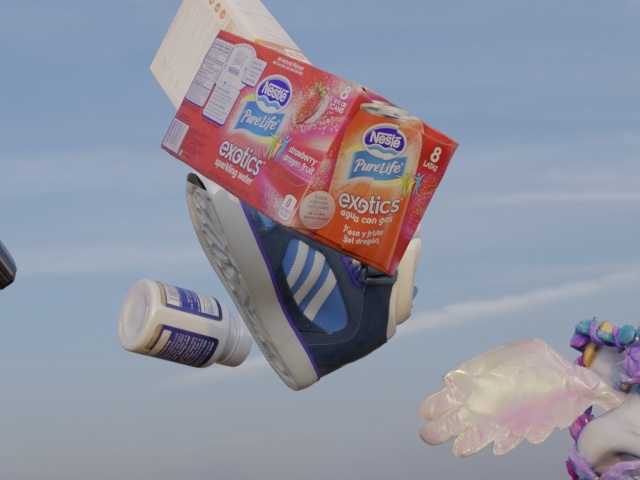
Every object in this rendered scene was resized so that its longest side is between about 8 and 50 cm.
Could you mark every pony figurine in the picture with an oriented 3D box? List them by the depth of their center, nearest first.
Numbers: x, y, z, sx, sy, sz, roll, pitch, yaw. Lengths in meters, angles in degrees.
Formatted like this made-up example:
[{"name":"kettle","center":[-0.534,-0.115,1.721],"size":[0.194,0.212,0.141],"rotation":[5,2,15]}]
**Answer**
[{"name":"pony figurine","center":[0.338,0.230,1.410],"size":[0.351,0.303,0.363],"rotation":[-34,27,-15]}]

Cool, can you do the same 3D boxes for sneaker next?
[{"name":"sneaker","center":[0.000,0.000,1.463],"size":[0.236,0.323,0.130],"rotation":[-33,28,-17]}]

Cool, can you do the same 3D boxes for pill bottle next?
[{"name":"pill bottle","center":[-0.200,0.132,1.860],"size":[0.186,0.112,0.112],"rotation":[19,-26,-33]}]

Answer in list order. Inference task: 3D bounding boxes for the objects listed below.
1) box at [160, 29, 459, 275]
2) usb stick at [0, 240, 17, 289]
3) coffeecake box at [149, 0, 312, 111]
[{"name":"box","center":[-0.017,-0.083,1.075],"size":[0.122,0.128,0.257],"rotation":[24,4,-36]},{"name":"usb stick","center":[-0.462,-0.054,1.516],"size":[0.045,0.278,0.077],"rotation":[-33,29,-5]},{"name":"coffeecake box","center":[-0.105,-0.195,1.389],"size":[0.068,0.185,0.142],"rotation":[9,-57,-40]}]
